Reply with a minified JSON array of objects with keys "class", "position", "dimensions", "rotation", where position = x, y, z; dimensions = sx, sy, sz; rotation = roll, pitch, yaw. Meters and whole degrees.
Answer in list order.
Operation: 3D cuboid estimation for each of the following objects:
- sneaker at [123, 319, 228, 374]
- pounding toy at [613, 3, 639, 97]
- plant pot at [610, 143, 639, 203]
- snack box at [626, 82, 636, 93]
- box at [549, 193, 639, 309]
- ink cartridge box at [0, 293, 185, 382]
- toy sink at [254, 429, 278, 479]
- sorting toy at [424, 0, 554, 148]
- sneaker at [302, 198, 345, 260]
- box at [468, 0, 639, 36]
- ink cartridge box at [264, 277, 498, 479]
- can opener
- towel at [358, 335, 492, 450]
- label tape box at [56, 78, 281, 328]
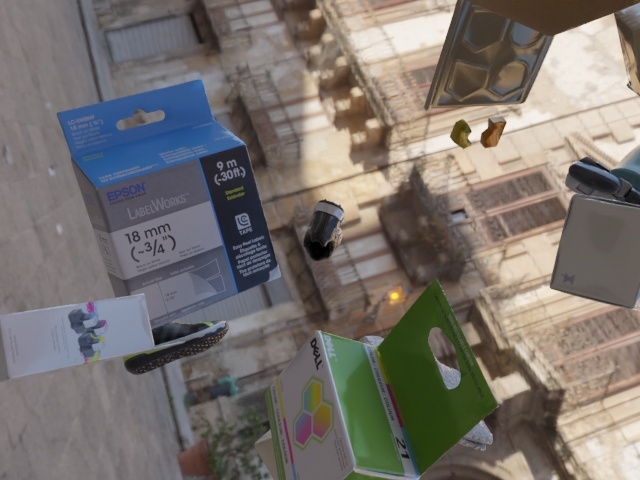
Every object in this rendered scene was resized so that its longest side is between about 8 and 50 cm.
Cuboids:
[{"class":"sneaker","position":[-0.298,0.187,1.350],"dimensions":[0.097,0.235,0.084],"rotation":[60,-35,20]},{"class":"pounding toy","position":[0.457,-0.252,0.837],"dimensions":[0.100,0.141,0.130],"rotation":[-89,154,-53]},{"class":"plant pot","position":[0.786,-0.115,1.529],"dimensions":[0.271,0.255,0.271],"rotation":[54,-25,39]},{"class":"snack box","position":[0.704,-0.337,1.119],"dimensions":[0.187,0.060,0.322],"rotation":[45,-62,20]},{"class":"box","position":[0.477,0.028,1.025],"dimensions":[0.121,0.311,0.148],"rotation":[16,-84,39]},{"class":"ink cartridge box","position":[-0.245,0.098,0.685],"dimensions":[0.104,0.181,0.061],"rotation":[-19,-100,47]},{"class":"toy sink","position":[0.039,0.331,1.065],"dimensions":[0.234,0.131,0.152],"rotation":[-32,-92,38]},{"class":"sorting toy","position":[0.287,-0.289,1.169],"dimensions":[0.307,0.229,0.041],"rotation":[102,-29,-45]},{"class":"sneaker","position":[0.000,0.000,1.426],"dimensions":[0.234,0.078,0.106],"rotation":[97,14,-72]},{"class":"box","position":[0.163,-0.237,0.575],"dimensions":[0.164,0.201,0.021],"rotation":[-162,-91,-76]},{"class":"ink cartridge box","position":[0.051,0.176,0.746],"dimensions":[0.255,0.097,0.189],"rotation":[-54,-147,29]},{"class":"can opener","position":[0.606,-0.061,1.307],"dimensions":[0.283,0.095,0.076],"rotation":[38,-62,14]},{"class":"towel","position":[0.204,0.292,1.280],"dimensions":[0.049,0.282,0.187],"rotation":[-50,-146,23]},{"class":"label tape box","position":[-0.224,-0.062,1.019],"dimensions":[0.106,0.241,0.333],"rotation":[10,-62,59]}]
